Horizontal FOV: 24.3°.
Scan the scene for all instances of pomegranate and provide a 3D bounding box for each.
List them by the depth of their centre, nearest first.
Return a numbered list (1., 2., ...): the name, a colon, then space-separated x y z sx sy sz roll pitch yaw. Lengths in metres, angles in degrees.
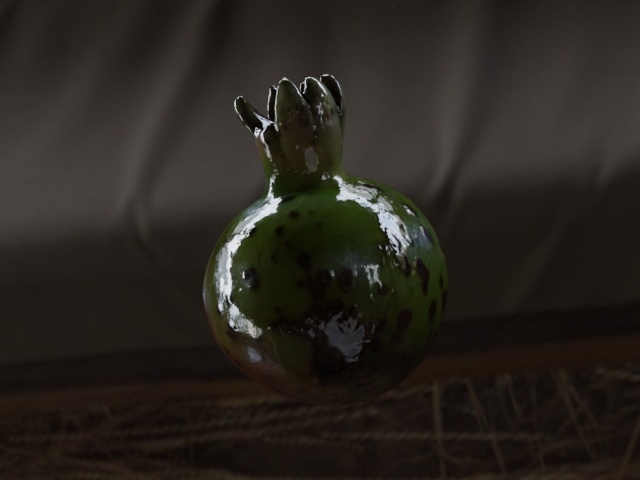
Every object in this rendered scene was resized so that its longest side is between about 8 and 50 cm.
1. pomegranate: 0.007 0.004 1.423 0.242 0.242 0.306 -4 75 18
